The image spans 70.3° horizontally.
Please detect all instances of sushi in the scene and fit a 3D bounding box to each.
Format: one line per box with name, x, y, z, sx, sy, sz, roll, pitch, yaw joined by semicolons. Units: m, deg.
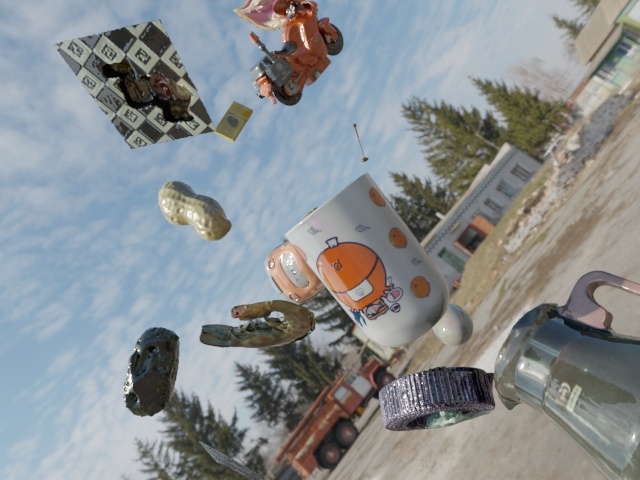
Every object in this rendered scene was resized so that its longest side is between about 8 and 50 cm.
sushi;-0.424;-0.374;1.096;0.294;0.292;0.059;67;-153;-42
sushi;-0.439;0.341;1.195;0.127;0.124;0.224;146;134;-72

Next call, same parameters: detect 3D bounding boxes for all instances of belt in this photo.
belt;0.284;0.406;1.142;0.261;0.122;0.324;1;-33;-14

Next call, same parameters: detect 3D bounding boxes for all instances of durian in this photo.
durian;-0.175;-0.771;1.491;0.182;0.165;0.132;-41;-4;41

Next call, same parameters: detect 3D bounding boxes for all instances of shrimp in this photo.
shrimp;-0.133;0.182;0.982;0.173;0.253;0.058;104;164;-48

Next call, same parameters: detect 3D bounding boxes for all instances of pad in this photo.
pad;-0.218;0.627;1.247;0.158;0.235;0.003;-2;50;58

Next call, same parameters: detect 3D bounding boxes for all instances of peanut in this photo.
peanut;-0.400;-0.090;1.430;0.136;0.299;0.120;-57;-25;-11

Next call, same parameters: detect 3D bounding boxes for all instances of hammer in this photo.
hammer;0.123;-0.305;1.424;0.029;0.122;0.014;-25;15;-22

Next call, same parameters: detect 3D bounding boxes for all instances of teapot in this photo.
teapot;0.567;0.261;0.892;0.306;0.362;0.375;23;-88;-39

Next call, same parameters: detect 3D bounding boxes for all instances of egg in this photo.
egg;0.345;0.220;1.191;0.103;0.103;0.135;-55;10;12

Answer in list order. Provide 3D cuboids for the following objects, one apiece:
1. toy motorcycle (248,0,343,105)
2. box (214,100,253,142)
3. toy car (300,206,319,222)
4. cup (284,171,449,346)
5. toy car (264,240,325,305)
toy motorcycle;-0.076;-0.530;1.242;0.325;0.221;0.148;-55;25;-20
box;-0.332;-0.456;1.739;0.155;0.087;0.023;-63;0;-19
toy car;0.000;0.000;1.755;0.142;0.247;0.200;-36;-45;25
cup;0.107;0.048;0.934;0.212;0.317;0.212;-38;3;2
toy car;-0.010;0.047;1.278;0.271;0.180;0.212;-32;-5;-35
